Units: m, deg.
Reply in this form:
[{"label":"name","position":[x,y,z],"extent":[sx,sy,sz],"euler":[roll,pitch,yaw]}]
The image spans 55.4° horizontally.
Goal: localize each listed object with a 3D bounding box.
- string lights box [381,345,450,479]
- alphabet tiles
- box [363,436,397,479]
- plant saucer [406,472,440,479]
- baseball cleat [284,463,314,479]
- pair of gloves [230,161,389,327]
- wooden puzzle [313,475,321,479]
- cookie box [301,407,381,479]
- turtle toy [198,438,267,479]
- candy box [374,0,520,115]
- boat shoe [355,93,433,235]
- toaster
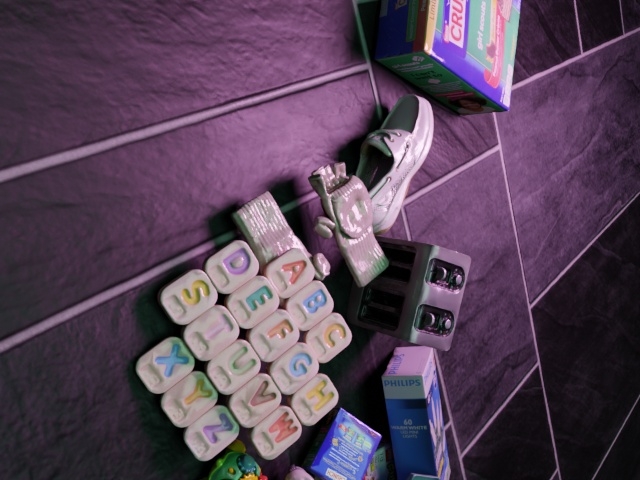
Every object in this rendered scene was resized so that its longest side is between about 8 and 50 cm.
[{"label":"string lights box","position":[0.175,0.337,1.105],"extent":[0.133,0.077,0.259],"euler":[-38,120,-68]},{"label":"alphabet tiles","position":[-0.092,0.150,0.830],"extent":[0.278,0.021,0.284],"euler":[-35,104,-23]},{"label":"box","position":[0.091,0.468,1.079],"extent":[0.114,0.036,0.207],"euler":[-12,99,-45]},{"label":"plant saucer","position":[0.136,0.477,1.033],"extent":[0.067,0.018,0.192],"euler":[21,99,-34]},{"label":"baseball cleat","position":[-0.001,0.437,0.917],"extent":[0.072,0.109,0.206],"euler":[-16,86,-7]},{"label":"pair of gloves","position":[0.000,0.000,0.922],"extent":[0.240,0.042,0.204],"euler":[-28,103,-34]},{"label":"wooden puzzle","position":[0.004,0.409,1.010],"extent":[0.083,0.006,0.049],"euler":[19,77,-44]},{"label":"cookie box","position":[0.035,0.344,0.994],"extent":[0.092,0.040,0.107],"euler":[37,61,-10]},{"label":"turtle toy","position":[-0.109,0.349,0.851],"extent":[0.095,0.066,0.130],"euler":[-47,122,-35]},{"label":"candy box","position":[0.256,-0.421,1.178],"extent":[0.317,0.122,0.268],"euler":[14,81,-44]},{"label":"boat shoe","position":[0.116,-0.149,1.054],"extent":[0.096,0.098,0.277],"euler":[36,67,-41]},{"label":"toaster","position":[0.144,0.083,1.043],"extent":[0.110,0.186,0.168],"euler":[19,84,-41]}]
